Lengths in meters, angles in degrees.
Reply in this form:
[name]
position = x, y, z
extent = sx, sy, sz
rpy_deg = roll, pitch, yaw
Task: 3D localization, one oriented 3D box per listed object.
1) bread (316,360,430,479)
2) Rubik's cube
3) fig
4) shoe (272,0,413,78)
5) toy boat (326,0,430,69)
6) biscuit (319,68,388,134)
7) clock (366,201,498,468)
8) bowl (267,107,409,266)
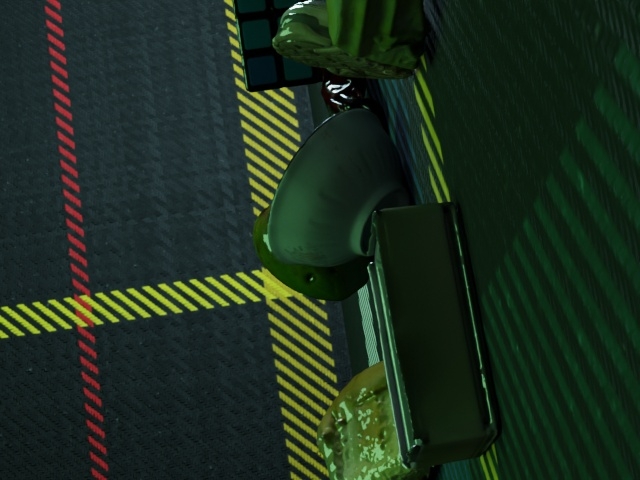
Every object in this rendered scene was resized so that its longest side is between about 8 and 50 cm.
[bread]
position = 0.064, 0.250, 1.547
extent = 0.252, 0.133, 0.174
rpy_deg = 87, 173, -61
[Rubik's cube]
position = -0.042, -0.307, 1.876
extent = 0.163, 0.160, 0.162
rpy_deg = -108, 9, -80
[fig]
position = 0.000, 0.000, 1.935
extent = 0.191, 0.181, 0.181
rpy_deg = 60, 176, 4
[shoe]
position = 0.030, -0.194, 1.122
extent = 0.180, 0.089, 0.092
rpy_deg = 4, -86, -61
[toy boat]
position = 0.041, -0.222, 0.958
extent = 0.276, 0.084, 0.111
rpy_deg = 88, 175, -69
[biscuit]
position = 0.040, -0.163, 1.572
extent = 0.235, 0.063, 0.151
rpy_deg = -107, -4, -47
[clock]
position = 0.087, 0.080, 1.049
extent = 0.147, 0.071, 0.192
rpy_deg = 88, 173, -71
[bowl]
position = 0.038, -0.039, 1.358
extent = 0.086, 0.189, 0.189
rpy_deg = 32, 149, 27
